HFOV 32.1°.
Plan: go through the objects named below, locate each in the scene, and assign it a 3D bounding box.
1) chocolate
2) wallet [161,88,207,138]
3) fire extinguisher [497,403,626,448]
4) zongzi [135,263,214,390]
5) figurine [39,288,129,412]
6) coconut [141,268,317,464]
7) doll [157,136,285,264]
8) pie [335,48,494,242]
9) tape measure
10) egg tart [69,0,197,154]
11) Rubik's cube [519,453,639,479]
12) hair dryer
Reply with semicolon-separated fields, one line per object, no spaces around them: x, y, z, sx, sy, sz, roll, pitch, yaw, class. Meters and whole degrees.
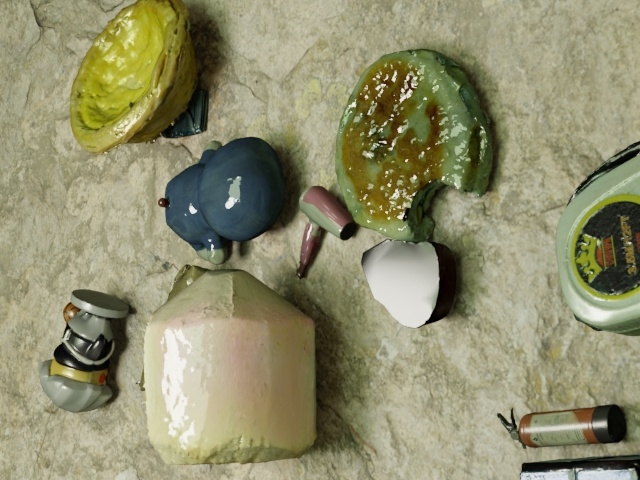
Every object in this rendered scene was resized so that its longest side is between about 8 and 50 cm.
0.143;0.048;1.643;0.148;0.080;0.125;45;112;30;chocolate
-0.266;-0.242;2.136;0.129;0.026;0.088;-1;84;46;wallet
0.313;0.244;1.468;0.177;0.050;0.062;-14;101;44;fire extinguisher
-0.264;0.168;2.042;0.256;0.114;0.228;-13;72;55;zongzi
-0.479;0.222;2.229;0.176;0.133;0.237;27;103;53;figurine
-0.148;0.198;1.776;0.297;0.297;0.310;-13;76;44;coconut
-0.162;-0.081;1.940;0.258;0.154;0.228;-15;71;37;doll
0.133;-0.146;1.688;0.302;0.066;0.303;-8;79;45;pie
0.389;-0.003;1.382;0.207;0.115;0.235;-24;60;41;tape measure
-0.338;-0.307;2.119;0.345;0.132;0.346;-26;51;36;egg tart
0.357;0.346;1.319;0.167;0.180;0.184;-12;75;45;Rubik's cube
-0.005;-0.002;1.836;0.106;0.054;0.154;48;128;33;hair dryer
